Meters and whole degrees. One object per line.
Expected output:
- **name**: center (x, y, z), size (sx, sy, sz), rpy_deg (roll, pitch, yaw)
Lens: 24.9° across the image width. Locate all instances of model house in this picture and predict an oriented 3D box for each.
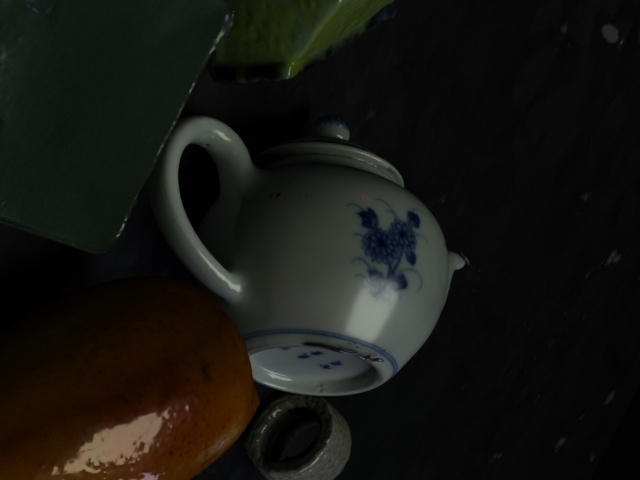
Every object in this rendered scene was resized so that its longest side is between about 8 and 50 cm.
- **model house**: center (-0.018, -0.249, 1.305), size (0.194, 0.170, 0.211), rpy_deg (-40, 173, -43)

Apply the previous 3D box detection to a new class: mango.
- **mango**: center (-0.225, 0.145, 1.229), size (0.350, 0.201, 0.199), rpy_deg (-20, 163, -29)

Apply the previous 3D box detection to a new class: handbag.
- **handbag**: center (-0.209, -0.128, 1.143), size (0.260, 0.079, 0.247), rpy_deg (24, 93, -58)

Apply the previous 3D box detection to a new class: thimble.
- **thimble**: center (-0.023, 0.241, 1.724), size (0.115, 0.102, 0.090), rpy_deg (-29, 149, 5)

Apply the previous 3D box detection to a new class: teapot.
- **teapot**: center (0.000, 0.000, 1.435), size (0.424, 0.252, 0.280), rpy_deg (25, 59, -38)
